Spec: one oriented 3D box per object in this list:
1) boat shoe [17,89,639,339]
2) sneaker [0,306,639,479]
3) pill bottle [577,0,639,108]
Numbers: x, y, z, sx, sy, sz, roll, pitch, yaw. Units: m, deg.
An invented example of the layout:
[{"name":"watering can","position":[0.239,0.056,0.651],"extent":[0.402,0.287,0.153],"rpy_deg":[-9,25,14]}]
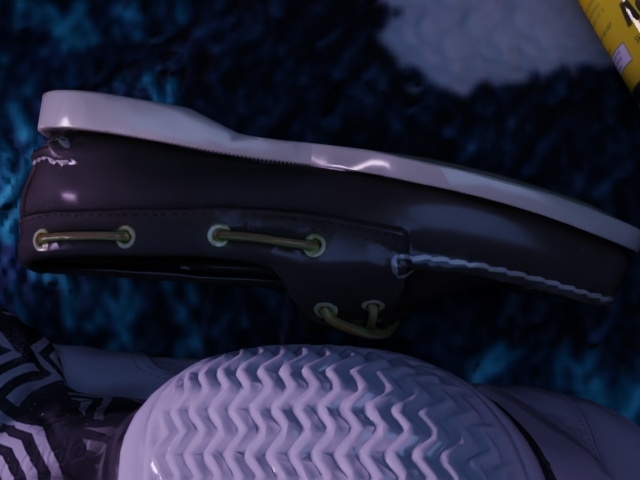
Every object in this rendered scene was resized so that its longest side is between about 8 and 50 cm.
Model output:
[{"name":"boat shoe","position":[0.000,0.000,0.614],"extent":[0.228,0.081,0.068],"rpy_deg":[12,84,16]},{"name":"sneaker","position":[-0.036,0.102,0.574],"extent":[0.366,0.210,0.137],"rpy_deg":[0,77,42]},{"name":"pill bottle","position":[0.121,-0.106,0.623],"extent":[0.065,0.065,0.116],"rpy_deg":[-28,77,1]}]
